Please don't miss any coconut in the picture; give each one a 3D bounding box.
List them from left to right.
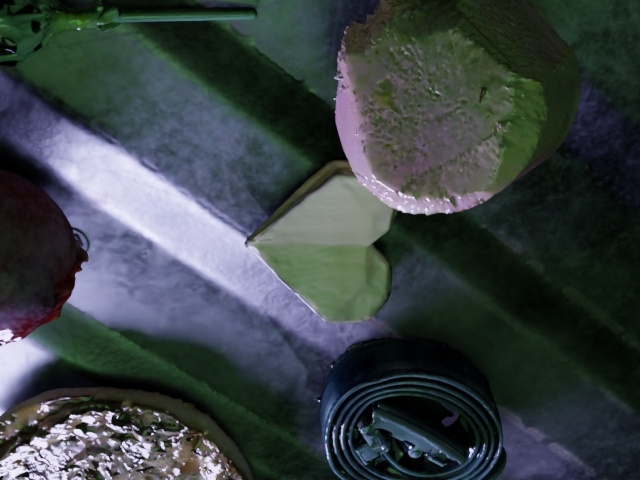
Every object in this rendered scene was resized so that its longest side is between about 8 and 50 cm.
[{"bbox_3d":[0.135,-0.152,1.063,0.233,0.245,0.233,7,109,20],"label":"coconut"}]

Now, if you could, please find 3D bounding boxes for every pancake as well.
[{"bbox_3d":[-0.285,0.334,1.416,0.382,0.071,0.382,-3,123,-4],"label":"pancake"}]

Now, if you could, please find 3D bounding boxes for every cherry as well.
[{"bbox_3d":[-0.381,0.007,1.140,0.192,0.175,0.249,-34,118,28],"label":"cherry"}]

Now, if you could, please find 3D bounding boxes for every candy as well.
[{"bbox_3d":[-0.213,-0.222,1.071,0.305,0.091,0.083,-4,121,-12],"label":"candy"}]

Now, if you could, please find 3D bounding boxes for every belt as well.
[{"bbox_3d":[0.127,0.241,1.377,0.267,0.116,0.207,18,114,-14],"label":"belt"}]

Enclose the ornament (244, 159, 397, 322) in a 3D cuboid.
[{"bbox_3d":[0.000,0.000,1.249,0.180,0.059,0.201,1,119,-6],"label":"ornament"}]
